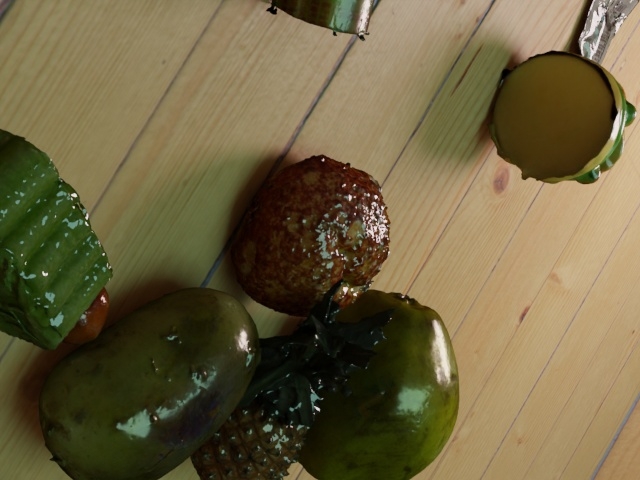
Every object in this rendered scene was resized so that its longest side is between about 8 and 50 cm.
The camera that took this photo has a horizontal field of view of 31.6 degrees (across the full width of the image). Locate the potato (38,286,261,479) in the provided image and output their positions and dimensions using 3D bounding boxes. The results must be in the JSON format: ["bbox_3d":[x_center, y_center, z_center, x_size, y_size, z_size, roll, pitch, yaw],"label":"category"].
[{"bbox_3d":[-0.199,0.178,1.365,0.307,0.173,0.210,-39,139,-26],"label":"potato"}]

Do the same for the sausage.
[{"bbox_3d":[0.027,-0.402,1.309,0.117,0.125,0.317,-64,167,-75],"label":"sausage"}]

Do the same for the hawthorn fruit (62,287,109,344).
[{"bbox_3d":[-0.277,0.081,1.278,0.081,0.081,0.093,-41,150,-28],"label":"hawthorn fruit"}]

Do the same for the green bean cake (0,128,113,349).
[{"bbox_3d":[-0.309,-0.015,1.043,0.113,0.214,0.200,-50,145,-28],"label":"green bean cake"}]

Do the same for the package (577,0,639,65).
[{"bbox_3d":[0.498,-0.351,2.049,0.154,0.030,0.239,7,108,-56],"label":"package"}]

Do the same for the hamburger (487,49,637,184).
[{"bbox_3d":[0.408,-0.195,1.874,0.149,0.237,0.237,7,108,-59],"label":"hamburger"}]

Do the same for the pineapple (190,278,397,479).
[{"bbox_3d":[-0.050,0.194,1.509,0.166,0.165,0.364,-16,148,-48],"label":"pineapple"}]

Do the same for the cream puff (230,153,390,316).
[{"bbox_3d":[0.000,0.001,1.522,0.240,0.164,0.240,-38,140,-40],"label":"cream puff"}]

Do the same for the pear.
[{"bbox_3d":[0.077,0.226,1.688,0.269,0.269,0.321,3,120,-54],"label":"pear"}]
